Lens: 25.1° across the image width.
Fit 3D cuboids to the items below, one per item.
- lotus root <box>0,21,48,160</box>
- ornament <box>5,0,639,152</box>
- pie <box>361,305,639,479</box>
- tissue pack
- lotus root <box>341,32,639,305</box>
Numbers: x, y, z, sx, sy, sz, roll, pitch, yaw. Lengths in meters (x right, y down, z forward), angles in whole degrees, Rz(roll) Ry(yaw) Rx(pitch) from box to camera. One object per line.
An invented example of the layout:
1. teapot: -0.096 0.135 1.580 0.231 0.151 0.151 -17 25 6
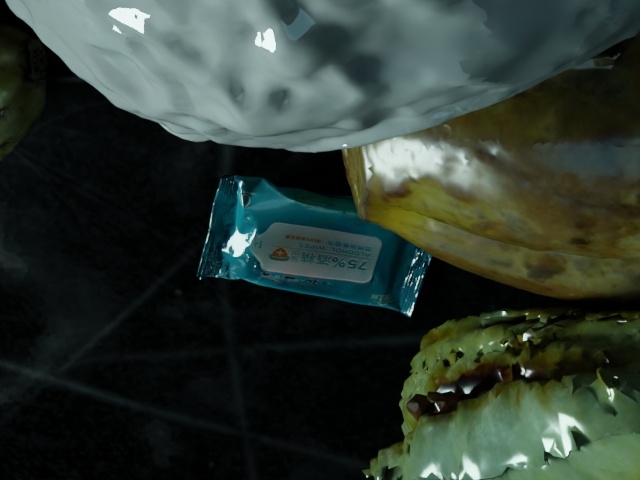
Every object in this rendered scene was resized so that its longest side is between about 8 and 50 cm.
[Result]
1. lotus root: -0.229 -0.069 0.827 0.179 0.080 0.089 -20 86 17
2. ornament: 0.003 -0.204 0.559 0.337 0.337 0.337 4 123 6
3. pie: 0.246 0.156 0.773 0.418 0.180 0.395 -7 136 33
4. tissue pack: 0.000 0.000 0.870 0.138 0.028 0.085 12 127 -5
5. lotus root: 0.149 -0.052 0.725 0.290 0.193 0.193 4 123 6
